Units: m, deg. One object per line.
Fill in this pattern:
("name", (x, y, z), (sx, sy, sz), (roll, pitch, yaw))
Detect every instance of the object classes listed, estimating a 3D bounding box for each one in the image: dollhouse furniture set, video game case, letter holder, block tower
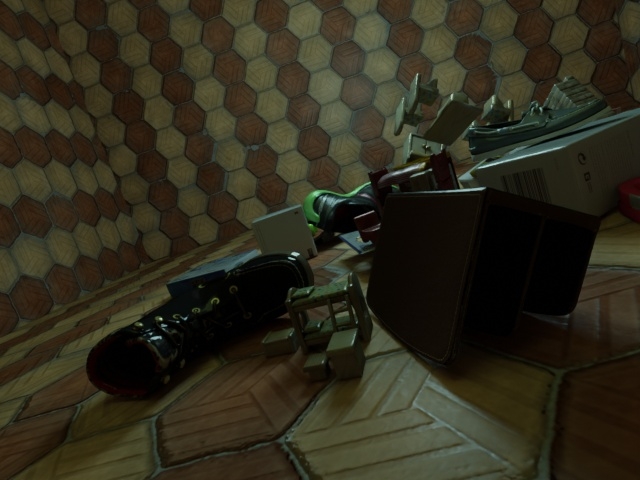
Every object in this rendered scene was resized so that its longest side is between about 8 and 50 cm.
("dollhouse furniture set", (-0.030, 0.132, 0.594), (0.182, 0.101, 0.161), (-16, 9, 15))
("video game case", (-0.400, 0.122, 1.531), (0.269, 0.061, 0.244), (-15, 11, 22))
("dollhouse furniture set", (0.201, -0.115, 1.033), (0.201, 0.152, 0.374), (-12, 11, 33))
("dollhouse furniture set", (0.449, -0.359, 1.518), (0.362, 0.256, 0.394), (13, -20, -7))
("letter holder", (0.194, 0.048, 0.587), (0.152, 0.214, 0.302), (12, 3, -12))
("block tower", (0.909, -0.414, 1.364), (0.097, 0.335, 0.091), (-19, -30, -8))

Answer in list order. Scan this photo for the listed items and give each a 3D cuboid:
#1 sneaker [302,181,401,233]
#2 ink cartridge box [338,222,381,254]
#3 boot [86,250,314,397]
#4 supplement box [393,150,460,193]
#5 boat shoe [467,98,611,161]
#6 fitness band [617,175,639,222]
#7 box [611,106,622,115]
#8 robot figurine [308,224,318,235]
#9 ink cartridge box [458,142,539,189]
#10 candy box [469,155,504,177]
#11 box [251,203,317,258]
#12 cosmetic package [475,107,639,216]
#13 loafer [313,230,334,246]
("sneaker", (0.154, -0.108, 1.575), (0.483, 0.185, 0.202), (-15, 43, -34))
("ink cartridge box", (0.224, -0.013, 1.077), (0.307, 0.072, 0.303), (-21, 11, -4))
("boot", (-0.215, 0.149, 0.749), (0.377, 0.138, 0.284), (-19, 7, 25))
("supplement box", (0.371, -0.187, 1.393), (0.129, 0.194, 0.191), (-21, 9, -8))
("boat shoe", (0.521, -0.289, 0.997), (0.319, 0.099, 0.116), (-15, 7, 41))
("fitness band", (0.646, -0.080, 0.678), (0.209, 0.054, 0.291), (-12, 12, 21))
("box", (0.952, -0.374, 1.508), (0.300, 0.142, 0.154), (-20, 9, -8))
("robot figurine", (-0.071, -0.043, 1.831), (0.115, 0.067, 0.101), (-20, 21, -8))
("ink cartridge box", (0.698, -0.289, 1.527), (0.261, 0.066, 0.296), (-37, 9, 2))
("candy box", (0.608, -0.258, 1.429), (0.105, 0.027, 0.206), (-40, 8, 11))
("box", (-0.123, -0.013, 1.392), (0.182, 0.181, 0.119), (-19, 8, -2))
("cosmetic package", (0.618, -0.177, 0.941), (0.453, 0.161, 0.230), (-23, 8, -24))
("loafer", (0.000, 0.000, 1.538), (0.125, 0.045, 0.039), (-24, 25, 0))
